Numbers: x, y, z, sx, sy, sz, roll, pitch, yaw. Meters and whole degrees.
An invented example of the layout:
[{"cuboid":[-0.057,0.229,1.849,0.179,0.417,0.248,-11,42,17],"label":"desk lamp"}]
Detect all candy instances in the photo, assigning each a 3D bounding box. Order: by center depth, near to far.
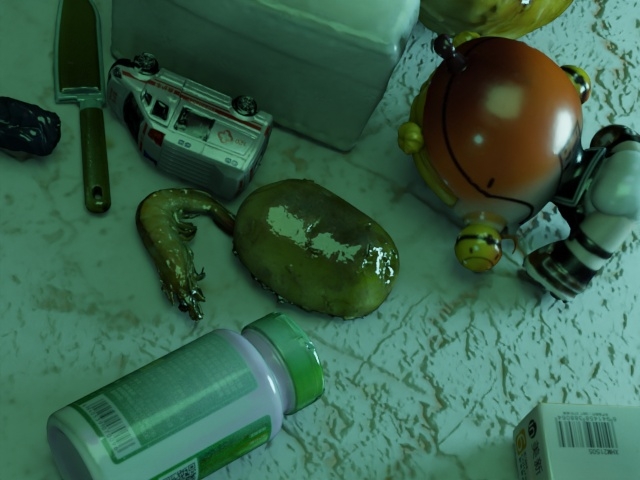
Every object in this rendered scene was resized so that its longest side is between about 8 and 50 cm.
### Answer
[{"cuboid":[-0.074,-0.270,1.673,0.358,0.208,0.145,22,55,0],"label":"candy"}]

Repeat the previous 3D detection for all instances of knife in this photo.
[{"cuboid":[-0.289,-0.181,1.672,0.061,0.027,0.343,-2,59,-11],"label":"knife"}]

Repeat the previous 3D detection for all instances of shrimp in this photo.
[{"cuboid":[-0.138,0.012,1.590,0.124,0.034,0.178,-13,58,-28],"label":"shrimp"}]

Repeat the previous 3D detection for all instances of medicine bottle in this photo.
[{"cuboid":[-0.132,0.176,1.427,0.274,0.133,0.133,-27,69,-25],"label":"medicine bottle"}]

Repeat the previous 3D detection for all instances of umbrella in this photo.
[{"cuboid":[-0.420,-0.154,1.599,0.248,0.071,0.071,16,56,-2],"label":"umbrella"}]

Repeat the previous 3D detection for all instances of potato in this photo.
[{"cuboid":[0.000,0.000,1.591,0.200,0.081,0.164,28,53,-1],"label":"potato"}]

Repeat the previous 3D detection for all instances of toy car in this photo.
[{"cuboid":[-0.165,-0.133,1.637,0.209,0.089,0.108,24,59,-2],"label":"toy car"}]

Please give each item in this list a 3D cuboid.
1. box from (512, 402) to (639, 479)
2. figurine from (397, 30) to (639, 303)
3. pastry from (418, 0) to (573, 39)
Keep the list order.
[{"cuboid":[0.359,0.291,1.504,0.273,0.091,0.221,5,59,-11],"label":"box"},{"cuboid":[0.241,-0.114,1.662,0.323,0.196,0.320,33,63,-5],"label":"figurine"},{"cuboid":[0.241,-0.447,1.760,0.409,0.410,0.245,-35,57,-29],"label":"pastry"}]
